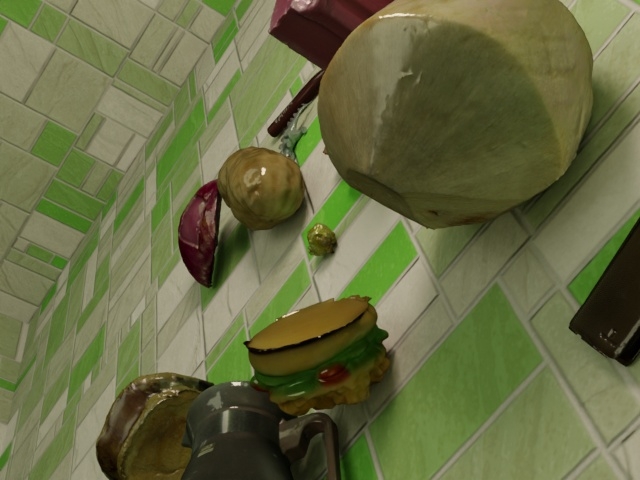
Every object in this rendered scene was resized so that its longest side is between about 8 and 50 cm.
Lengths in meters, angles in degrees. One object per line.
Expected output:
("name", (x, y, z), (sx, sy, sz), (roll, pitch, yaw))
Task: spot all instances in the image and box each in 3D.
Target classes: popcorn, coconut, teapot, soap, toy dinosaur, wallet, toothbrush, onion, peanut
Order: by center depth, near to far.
("wallet", (0.376, 0.044, 1.003), (0.198, 0.031, 0.110), (-58, 25, 9))
("coconut", (0.185, -0.184, 1.241), (0.415, 0.344, 0.415), (-48, 0, 0))
("teapot", (-0.111, 0.399, 1.361), (0.300, 0.253, 0.344), (-19, 31, 9))
("soap", (0.090, -0.405, 1.630), (0.128, 0.359, 0.233), (-34, 37, 44))
("popcorn", (0.002, -0.003, 1.749), (0.083, 0.059, 0.068), (162, 105, -87))
("peanut", (-0.146, -0.125, 2.037), (0.387, 0.169, 0.192), (-150, 59, -71))
("toy dinosaur", (-0.071, -0.271, 2.191), (0.082, 0.039, 0.209), (-1, 63, 64))
("onion", (-0.313, -0.038, 2.218), (0.250, 0.111, 0.247), (-87, 5, -46))
("toothbrush", (-0.024, -0.393, 2.228), (0.364, 0.041, 0.041), (-44, 30, 33))

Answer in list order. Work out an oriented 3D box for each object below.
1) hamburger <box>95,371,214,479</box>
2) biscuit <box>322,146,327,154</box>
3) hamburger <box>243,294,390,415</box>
("hamburger", (-0.362, 0.416, 1.836), (0.132, 0.211, 0.309), (14, 76, 60))
("biscuit", (0.076, -0.190, 1.796), (0.118, 0.061, 0.183), (-53, 28, 15))
("hamburger", (0.000, 0.195, 1.385), (0.237, 0.149, 0.237), (-19, 11, 4))
